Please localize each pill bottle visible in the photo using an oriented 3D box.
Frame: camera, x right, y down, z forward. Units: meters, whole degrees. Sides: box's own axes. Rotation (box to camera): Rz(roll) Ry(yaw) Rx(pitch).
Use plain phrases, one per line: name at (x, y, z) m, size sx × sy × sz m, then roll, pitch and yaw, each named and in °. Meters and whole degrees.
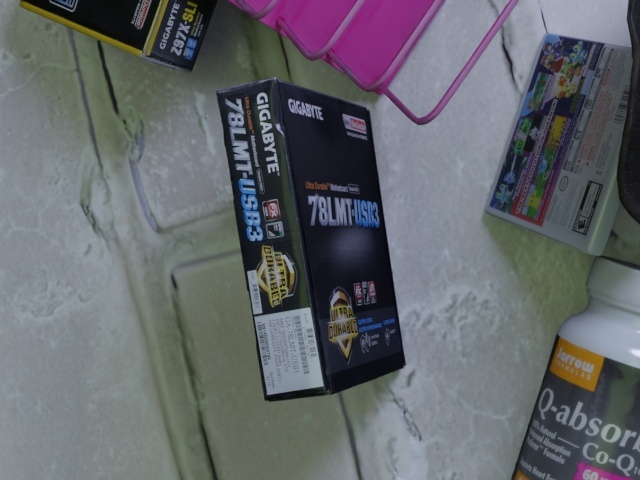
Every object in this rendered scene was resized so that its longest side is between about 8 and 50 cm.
pill bottle at (0.293, 0.165, 1.302) m, size 0.162 × 0.162 × 0.279 m, roll 17°, pitch 95°, yaw 17°

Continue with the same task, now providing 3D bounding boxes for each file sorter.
file sorter at (0.026, -0.275, 1.303) m, size 0.290 × 0.182 × 0.202 m, roll 29°, pitch 102°, yaw -26°

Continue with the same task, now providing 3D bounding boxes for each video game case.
video game case at (0.253, -0.101, 1.328) m, size 0.183 × 0.023 × 0.201 m, roll 28°, pitch 102°, yaw 60°

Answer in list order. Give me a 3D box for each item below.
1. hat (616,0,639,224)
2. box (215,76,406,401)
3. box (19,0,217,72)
hat at (0.369, -0.150, 1.180) m, size 0.134 × 0.331 × 0.331 m, roll 7°, pitch 92°, yaw 28°
box at (0.000, 0.000, 1.327) m, size 0.073 × 0.295 × 0.293 m, roll -8°, pitch 87°, yaw 18°
box at (-0.189, -0.372, 1.451) m, size 0.257 × 0.079 × 0.322 m, roll 28°, pitch 100°, yaw 44°
